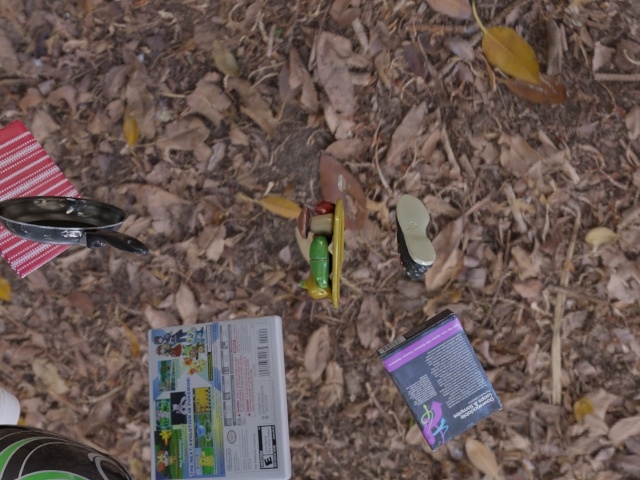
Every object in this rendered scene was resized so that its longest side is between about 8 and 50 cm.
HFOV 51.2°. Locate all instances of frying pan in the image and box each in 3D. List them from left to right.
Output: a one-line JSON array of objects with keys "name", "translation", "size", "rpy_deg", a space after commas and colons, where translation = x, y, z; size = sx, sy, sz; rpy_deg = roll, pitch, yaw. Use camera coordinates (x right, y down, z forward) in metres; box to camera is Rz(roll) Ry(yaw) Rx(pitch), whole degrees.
[{"name": "frying pan", "translation": [-0.345, -0.020, 1.023], "size": [0.326, 0.197, 0.053], "rpy_deg": [15, 106, 20]}]

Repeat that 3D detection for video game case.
[{"name": "video game case", "translation": [-0.217, 0.335, 1.398], "size": [0.300, 0.036, 0.328], "rpy_deg": [-8, 77, 13]}]

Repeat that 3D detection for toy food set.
[{"name": "toy food set", "translation": [0.000, 0.000, 1.078], "size": [0.071, 0.128, 0.217], "rpy_deg": [2, 97, 5]}]

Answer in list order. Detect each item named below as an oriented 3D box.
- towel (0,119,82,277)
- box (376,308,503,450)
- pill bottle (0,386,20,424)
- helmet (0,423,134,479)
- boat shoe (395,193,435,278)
[{"name": "towel", "translation": [-0.600, -0.087, 1.329], "size": [0.274, 0.199, 0.031], "rpy_deg": [54, 148, -8]}, {"name": "box", "translation": [0.162, 0.189, 0.903], "size": [0.116, 0.029, 0.162], "rpy_deg": [-30, 102, -5]}, {"name": "pill bottle", "translation": [-0.403, 0.155, 0.682], "size": [0.108, 0.107, 0.180], "rpy_deg": [-16, 137, 19]}, {"name": "helmet", "translation": [-0.209, 0.202, 0.421], "size": [0.169, 0.169, 0.162], "rpy_deg": [-35, 148, 26]}, {"name": "boat shoe", "translation": [0.121, -0.008, 0.894], "size": [0.049, 0.133, 0.042], "rpy_deg": [9, 136, -14]}]
